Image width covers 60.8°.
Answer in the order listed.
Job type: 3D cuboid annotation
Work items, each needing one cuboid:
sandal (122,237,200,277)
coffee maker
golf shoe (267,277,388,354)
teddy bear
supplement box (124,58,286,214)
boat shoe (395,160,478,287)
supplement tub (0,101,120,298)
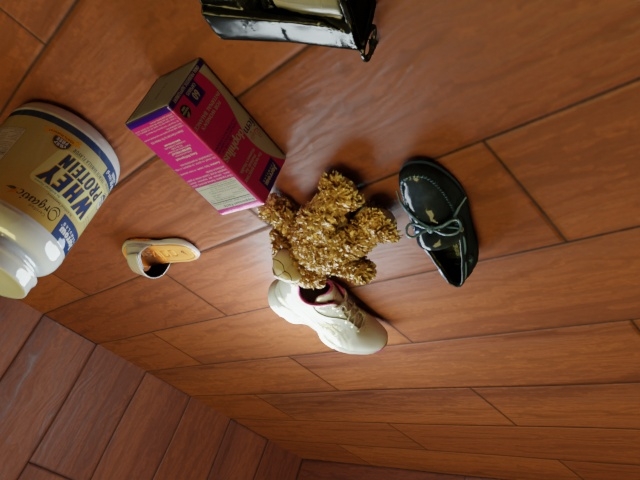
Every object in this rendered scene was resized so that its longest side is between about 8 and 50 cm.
[{"bbox_3d":[-0.412,0.047,1.342,0.265,0.076,0.102,-7,138,37],"label":"sandal"},{"bbox_3d":[-0.036,-0.269,0.615,0.178,0.120,0.171,11,147,16],"label":"coffee maker"},{"bbox_3d":[0.033,0.163,1.231,0.306,0.115,0.140,27,144,-11],"label":"golf shoe"},{"bbox_3d":[0.000,0.000,1.006,0.338,0.113,0.245,-15,131,43],"label":"teddy bear"},{"bbox_3d":[-0.174,-0.156,0.870,0.114,0.111,0.220,-9,138,38],"label":"supplement box"},{"bbox_3d":[0.202,-0.019,0.879,0.109,0.089,0.258,-10,137,39],"label":"boat shoe"},{"bbox_3d":[-0.548,-0.074,1.014,0.228,0.316,0.228,15,148,10],"label":"supplement tub"}]
